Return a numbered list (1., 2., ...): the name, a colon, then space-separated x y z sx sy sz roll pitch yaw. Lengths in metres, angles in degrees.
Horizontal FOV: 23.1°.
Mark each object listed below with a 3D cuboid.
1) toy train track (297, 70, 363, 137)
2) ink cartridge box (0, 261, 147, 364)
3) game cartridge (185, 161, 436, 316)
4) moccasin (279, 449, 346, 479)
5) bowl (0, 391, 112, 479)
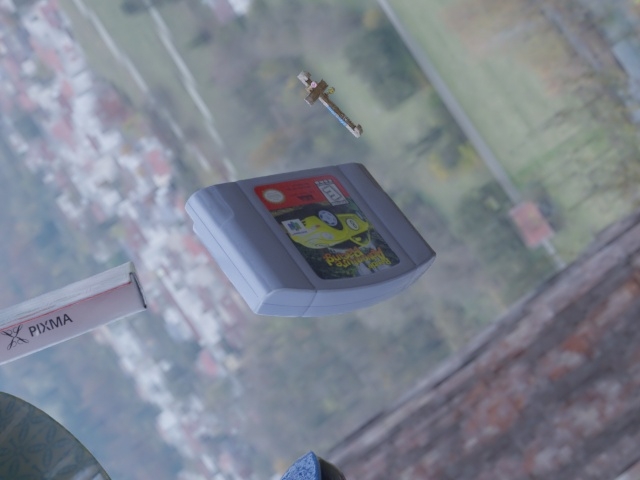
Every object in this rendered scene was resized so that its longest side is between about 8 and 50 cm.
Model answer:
1. toy train track: 0.012 -0.134 1.516 0.083 0.048 0.014 46 126 -8
2. ink cartridge box: -0.351 0.108 1.944 0.239 0.275 0.060 -142 32 -81
3. game cartridge: 0.000 0.000 1.904 0.196 0.294 0.060 55 132 22
4. moccasin: 0.014 0.368 1.803 0.117 0.138 0.342 40 -154 -17
5. bowl: -0.307 0.301 1.474 0.289 0.156 0.289 46 -163 -19
